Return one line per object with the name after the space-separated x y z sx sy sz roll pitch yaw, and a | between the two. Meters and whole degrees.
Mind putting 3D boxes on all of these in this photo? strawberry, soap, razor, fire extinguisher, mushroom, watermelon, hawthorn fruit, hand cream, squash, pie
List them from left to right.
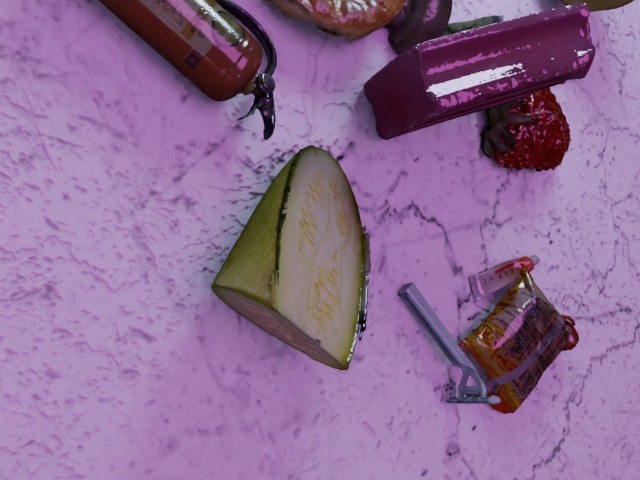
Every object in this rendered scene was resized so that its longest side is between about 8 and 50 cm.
-0.180 -0.334 0.819 0.376 0.113 0.200 41 65 -24 | fire extinguisher
0.000 0.000 0.858 0.233 0.210 0.309 46 67 -36 | squash
0.019 -0.510 0.971 0.339 0.083 0.339 4 80 -25 | pie
0.199 -0.471 1.098 0.141 0.117 0.188 3 79 -45 | mushroom
0.242 0.201 1.083 0.056 0.111 0.278 -34 96 -35 | razor
0.328 -0.433 1.217 0.158 0.121 0.098 -66 152 -71 | watermelon
0.287 -0.299 1.009 0.360 0.233 0.128 -19 95 -17 | soap
0.414 0.073 1.238 0.216 0.038 0.052 -20 70 -30 | hand cream
0.507 -0.279 1.269 0.306 0.138 0.233 -1 85 -33 | strawberry
0.571 0.223 1.306 0.077 0.077 0.077 3 84 -34 | hawthorn fruit

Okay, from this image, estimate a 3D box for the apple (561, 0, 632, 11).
0.698 -0.710 1.348 0.254 0.292 0.292 -28 102 -56 | apple

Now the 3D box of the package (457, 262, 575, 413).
0.426 0.207 1.183 0.223 0.108 0.288 49 68 -17 | package
